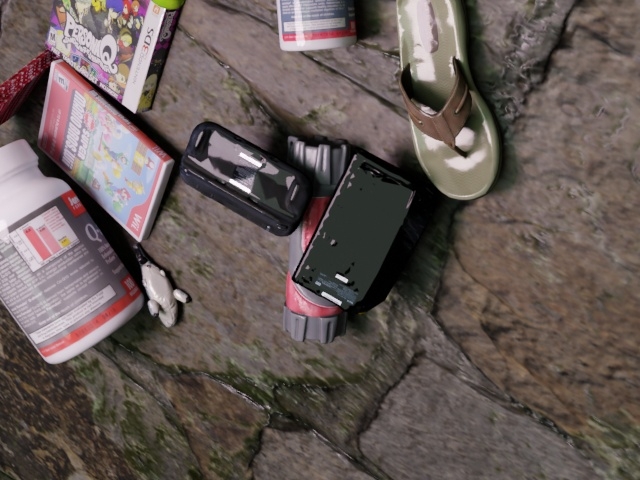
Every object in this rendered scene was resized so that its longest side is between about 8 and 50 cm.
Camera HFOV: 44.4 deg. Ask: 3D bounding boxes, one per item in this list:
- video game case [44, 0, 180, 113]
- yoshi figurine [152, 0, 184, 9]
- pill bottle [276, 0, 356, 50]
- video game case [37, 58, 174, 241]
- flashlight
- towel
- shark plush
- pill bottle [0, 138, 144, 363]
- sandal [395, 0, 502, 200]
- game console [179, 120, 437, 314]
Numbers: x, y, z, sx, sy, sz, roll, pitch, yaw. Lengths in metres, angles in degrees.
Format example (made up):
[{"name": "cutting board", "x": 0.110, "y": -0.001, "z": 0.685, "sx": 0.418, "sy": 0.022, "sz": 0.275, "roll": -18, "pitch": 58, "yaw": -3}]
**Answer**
[{"name": "video game case", "x": -0.350, "y": -0.360, "z": 1.303, "sx": 0.232, "sy": 0.042, "sz": 0.210, "roll": 37, "pitch": 123, "yaw": 16}, {"name": "yoshi figurine", "x": -0.295, "y": -0.482, "z": 1.137, "sx": 0.362, "sy": 0.203, "sz": 0.203, "roll": 53, "pitch": 138, "yaw": -1}, {"name": "pill bottle", "x": -0.009, "y": -0.350, "z": 1.052, "sx": 0.108, "sy": 0.108, "sz": 0.180, "roll": 6, "pitch": 110, "yaw": 31}, {"name": "video game case", "x": -0.387, "y": -0.155, "z": 1.386, "sx": 0.285, "sy": 0.025, "sz": 0.204, "roll": 41, "pitch": 133, "yaw": 12}, {"name": "flashlight", "x": 0.000, "y": 0.000, "z": 1.180, "sx": 0.103, "sy": 0.103, "sz": 0.304, "roll": -140, "pitch": 52, "yaw": -61}, {"name": "towel", "x": -0.566, "y": -0.216, "z": 1.361, "sx": 0.031, "sy": 0.275, "sz": 0.199, "roll": 41, "pitch": 126, "yaw": -16}, {"name": "shark plush", "x": -0.310, "y": 0.084, "z": 1.429, "sx": 0.161, "sy": 0.073, "sz": 0.067, "roll": 51, "pitch": 155, "yaw": 1}, {"name": "pill bottle", "x": -0.494, "y": 0.019, "z": 1.390, "sx": 0.210, "sy": 0.210, "sz": 0.363, "roll": -23, "pitch": 104, "yaw": 36}, {"name": "sandal", "x": 0.148, "y": -0.194, "z": 1.021, "sx": 0.120, "sy": 0.086, "sz": 0.302, "roll": -11, "pitch": 101, "yaw": 34}, {"name": "game console", "x": -0.033, "y": -0.061, "z": 1.108, "sx": 0.361, "sy": 0.044, "sz": 0.213, "roll": 30, "pitch": 107, "yaw": 9}]
